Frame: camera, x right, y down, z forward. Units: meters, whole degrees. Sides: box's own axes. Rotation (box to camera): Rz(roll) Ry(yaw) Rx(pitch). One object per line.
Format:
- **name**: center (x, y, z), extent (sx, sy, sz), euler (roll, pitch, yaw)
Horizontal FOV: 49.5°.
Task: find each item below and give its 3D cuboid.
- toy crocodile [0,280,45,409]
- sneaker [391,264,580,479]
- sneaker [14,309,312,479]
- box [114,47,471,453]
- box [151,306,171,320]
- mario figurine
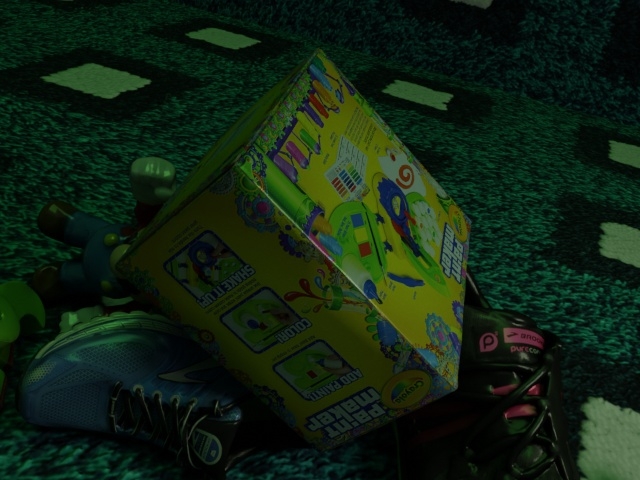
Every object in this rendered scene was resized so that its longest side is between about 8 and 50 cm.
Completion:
- **toy crocodile**: center (-0.364, 0.153, 0.693), extent (0.115, 0.105, 0.340), euler (-31, 31, 10)
- **sneaker**: center (0.169, 0.181, 0.717), extent (0.185, 0.202, 0.483), euler (1, 30, -17)
- **sneaker**: center (-0.140, 0.164, 0.718), extent (0.330, 0.130, 0.147), euler (3, 27, -15)
- **box**: center (0.000, 0.000, 0.720), extent (0.279, 0.177, 0.290), euler (46, 32, -15)
- **box**: center (-0.173, 0.064, 0.975), extent (0.178, 0.042, 0.109), euler (-4, 31, -26)
- **mario figurine**: center (-0.244, 0.018, 0.818), extent (0.320, 0.198, 0.170), euler (3, 34, 37)
